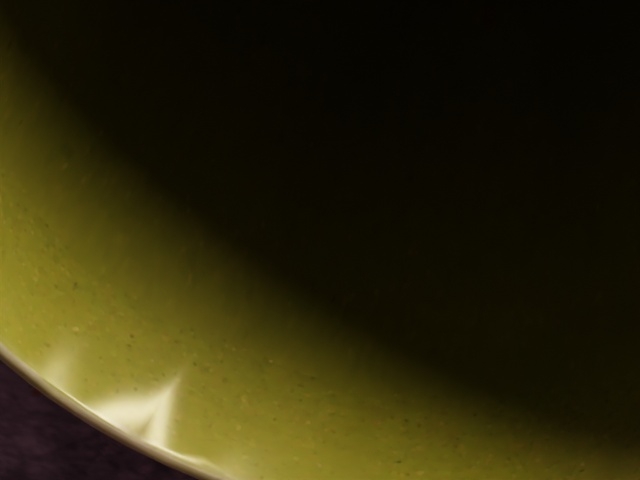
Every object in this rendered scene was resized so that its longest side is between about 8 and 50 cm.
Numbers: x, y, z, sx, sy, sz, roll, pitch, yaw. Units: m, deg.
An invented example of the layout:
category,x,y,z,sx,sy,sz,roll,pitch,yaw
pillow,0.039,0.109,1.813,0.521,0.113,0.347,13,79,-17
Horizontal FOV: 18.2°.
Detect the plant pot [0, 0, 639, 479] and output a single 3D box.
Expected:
category,x,y,z,sx,sy,sz,roll,pitch,yaw
plant pot,0.038,-0.107,0.630,0.275,0.293,0.274,9,138,8
